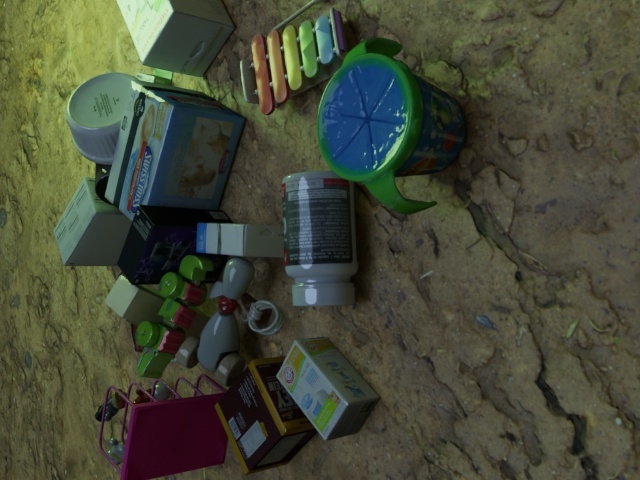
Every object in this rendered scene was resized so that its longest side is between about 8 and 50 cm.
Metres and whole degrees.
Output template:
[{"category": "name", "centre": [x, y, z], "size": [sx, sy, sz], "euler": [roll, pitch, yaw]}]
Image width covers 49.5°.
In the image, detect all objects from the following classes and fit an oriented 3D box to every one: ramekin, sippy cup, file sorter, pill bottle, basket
[{"category": "ramekin", "centre": [-0.585, -0.355, 1.961], "size": [0.272, 0.273, 0.127], "euler": [57, 168, 30]}, {"category": "sippy cup", "centre": [0.150, -0.217, 1.319], "size": [0.240, 0.224, 0.305], "euler": [26, 107, 42]}, {"category": "file sorter", "centre": [-0.406, 0.475, 1.817], "size": [0.182, 0.291, 0.202], "euler": [22, 104, 47]}, {"category": "pill bottle", "centre": [0.000, 0.000, 1.509], "size": [0.161, 0.161, 0.283], "euler": [-7, 83, 45]}, {"category": "basket", "centre": [-0.590, -0.222, 2.054], "size": [0.204, 0.154, 0.226], "euler": [79, -179, -48]}]

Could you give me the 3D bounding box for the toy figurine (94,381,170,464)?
[{"category": "toy figurine", "centre": [-0.512, 0.518, 1.979], "size": [0.148, 0.210, 0.213], "euler": [-36, 64, 32]}]

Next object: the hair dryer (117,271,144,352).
[{"category": "hair dryer", "centre": [-0.563, 0.203, 2.158], "size": [0.223, 0.080, 0.293], "euler": [-45, 52, 53]}]

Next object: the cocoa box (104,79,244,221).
[{"category": "cocoa box", "centre": [-0.395, -0.220, 1.867], "size": [0.228, 0.232, 0.347], "euler": [35, 113, 40]}]

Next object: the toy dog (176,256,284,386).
[{"category": "toy dog", "centre": [-0.218, 0.203, 1.741], "size": [0.220, 0.161, 0.333], "euler": [45, 110, 10]}]

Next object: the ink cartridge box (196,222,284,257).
[{"category": "ink cartridge box", "centre": [-0.197, -0.002, 1.724], "size": [0.191, 0.140, 0.082], "euler": [5, 91, 45]}]

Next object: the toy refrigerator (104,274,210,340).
[{"category": "toy refrigerator", "centre": [-0.430, 0.192, 1.852], "size": [0.102, 0.269, 0.094], "euler": [27, 85, 42]}]

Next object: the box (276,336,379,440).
[{"category": "box", "centre": [0.012, 0.320, 1.527], "size": [0.203, 0.103, 0.114], "euler": [46, 119, 36]}]

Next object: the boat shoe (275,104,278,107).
[{"category": "boat shoe", "centre": [-0.129, -0.380, 1.742], "size": [0.035, 0.035, 0.100], "euler": [-17, 76, 44]}]

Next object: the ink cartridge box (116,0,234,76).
[{"category": "ink cartridge box", "centre": [-0.403, -0.626, 1.914], "size": [0.198, 0.197, 0.270], "euler": [-45, 59, 35]}]

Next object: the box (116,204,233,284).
[{"category": "box", "centre": [-0.369, 0.015, 1.812], "size": [0.103, 0.261, 0.184], "euler": [47, 121, 36]}]

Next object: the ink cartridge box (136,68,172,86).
[{"category": "ink cartridge box", "centre": [-0.516, -0.453, 2.118], "size": [0.109, 0.062, 0.209], "euler": [24, 106, 43]}]

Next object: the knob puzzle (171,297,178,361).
[{"category": "knob puzzle", "centre": [-0.441, 0.272, 2.042], "size": [0.213, 0.030, 0.213], "euler": [-1, 88, 45]}]

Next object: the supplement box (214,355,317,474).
[{"category": "supplement box", "centre": [-0.121, 0.408, 1.640], "size": [0.194, 0.129, 0.191], "euler": [-52, 55, 31]}]

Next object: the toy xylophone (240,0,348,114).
[{"category": "toy xylophone", "centre": [-0.060, -0.446, 1.632], "size": [0.323, 0.081, 0.236], "euler": [-27, 70, 37]}]

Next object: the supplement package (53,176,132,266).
[{"category": "supplement package", "centre": [-0.672, -0.051, 2.162], "size": [0.262, 0.204, 0.145], "euler": [-47, 57, 34]}]

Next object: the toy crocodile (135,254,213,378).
[{"category": "toy crocodile", "centre": [-0.366, 0.193, 1.758], "size": [0.105, 0.115, 0.340], "euler": [21, 84, 42]}]
